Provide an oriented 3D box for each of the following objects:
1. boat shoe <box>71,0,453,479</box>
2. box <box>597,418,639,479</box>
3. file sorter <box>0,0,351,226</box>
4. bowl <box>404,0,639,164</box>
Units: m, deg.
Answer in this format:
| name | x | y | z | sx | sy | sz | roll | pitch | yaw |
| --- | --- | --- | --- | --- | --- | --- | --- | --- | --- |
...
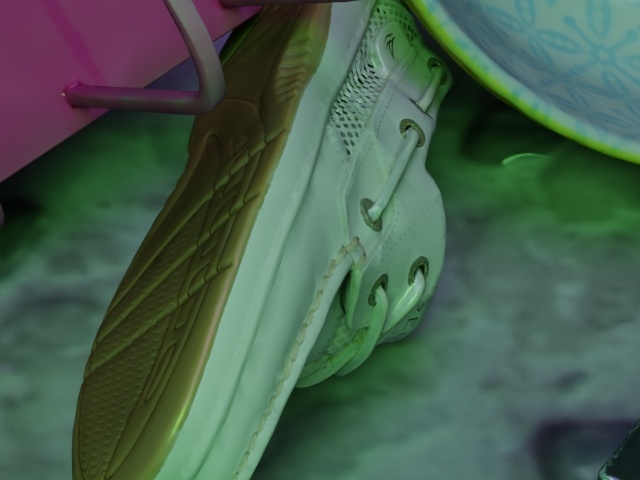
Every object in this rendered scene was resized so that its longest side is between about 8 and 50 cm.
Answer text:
| name | x | y | z | sx | sy | sz | roll | pitch | yaw |
| --- | --- | --- | --- | --- | --- | --- | --- | --- | --- |
| boat shoe | 0.000 | 0.000 | 0.650 | 0.096 | 0.098 | 0.277 | 38 | 41 | -17 |
| box | 0.181 | 0.080 | 0.574 | 0.156 | 0.093 | 0.158 | 26 | 50 | 23 |
| file sorter | -0.155 | -0.082 | 0.573 | 0.290 | 0.202 | 0.182 | -35 | 17 | -16 |
| bowl | 0.140 | -0.169 | 0.752 | 0.289 | 0.290 | 0.156 | -7 | 3 | -7 |
